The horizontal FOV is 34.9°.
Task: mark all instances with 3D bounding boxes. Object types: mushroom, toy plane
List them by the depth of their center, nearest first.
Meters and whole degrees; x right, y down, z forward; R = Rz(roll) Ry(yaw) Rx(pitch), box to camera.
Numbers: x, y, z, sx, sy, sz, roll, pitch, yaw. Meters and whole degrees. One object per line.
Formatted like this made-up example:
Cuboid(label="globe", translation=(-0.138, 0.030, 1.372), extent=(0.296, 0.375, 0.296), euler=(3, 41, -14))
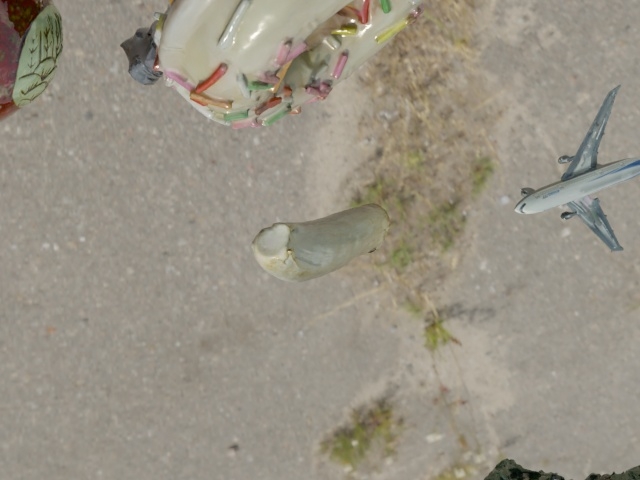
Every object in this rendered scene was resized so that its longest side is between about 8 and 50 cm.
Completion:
Cuboid(label="toy plane", translation=(0.333, -0.073, 1.241), extent=(0.226, 0.058, 0.226), euler=(-15, 118, -8))
Cuboid(label="mushroom", translation=(0.000, 0.000, 1.663), extent=(0.123, 0.095, 0.351), euler=(-50, 162, 26))

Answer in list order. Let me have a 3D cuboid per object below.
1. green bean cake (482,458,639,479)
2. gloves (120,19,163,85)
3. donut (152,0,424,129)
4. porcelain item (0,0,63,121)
Cuboid(label="green bean cake", translation=(0.204, 0.205, 0.633), extent=(0.107, 0.193, 0.208), euler=(-25, 167, -41))
Cuboid(label="gloves", translation=(-0.166, -0.290, 1.436), extent=(0.285, 0.142, 0.119), euler=(-7, 116, 24))
Cuboid(label="donut", translation=(-0.013, -0.271, 1.166), extent=(0.382, 0.142, 0.382), euler=(-36, 170, -7))
Cuboid(label="porcelain item", translation=(-0.413, -0.219, 1.112), extent=(0.253, 0.253, 0.253), euler=(-9, 134, -10))
